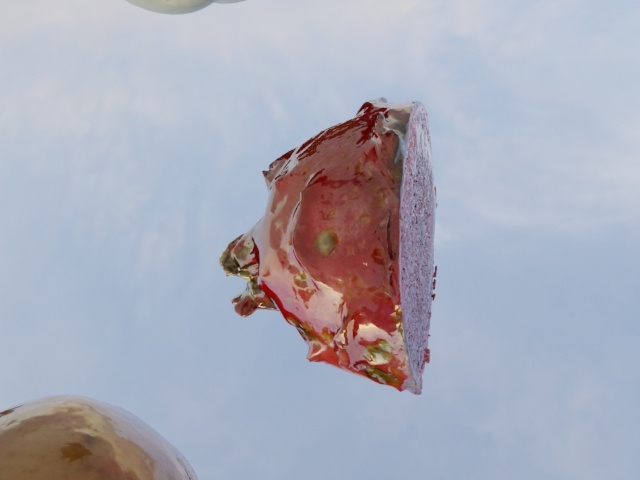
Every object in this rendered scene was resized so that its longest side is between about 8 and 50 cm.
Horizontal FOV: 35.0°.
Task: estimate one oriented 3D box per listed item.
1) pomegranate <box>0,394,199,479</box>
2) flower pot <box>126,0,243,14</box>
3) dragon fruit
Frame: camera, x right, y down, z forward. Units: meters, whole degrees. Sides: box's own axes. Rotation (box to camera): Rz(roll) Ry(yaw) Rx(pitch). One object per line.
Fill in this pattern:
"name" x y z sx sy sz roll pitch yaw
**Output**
"pomegranate" -0.251 0.310 0.914 0.338 0.338 0.338 -10 -133 11
"flower pot" -0.116 -0.312 0.842 0.195 0.246 0.246 15 -124 28
"dragon fruit" 0.000 0.000 0.509 0.110 0.153 0.153 -2 -131 10
